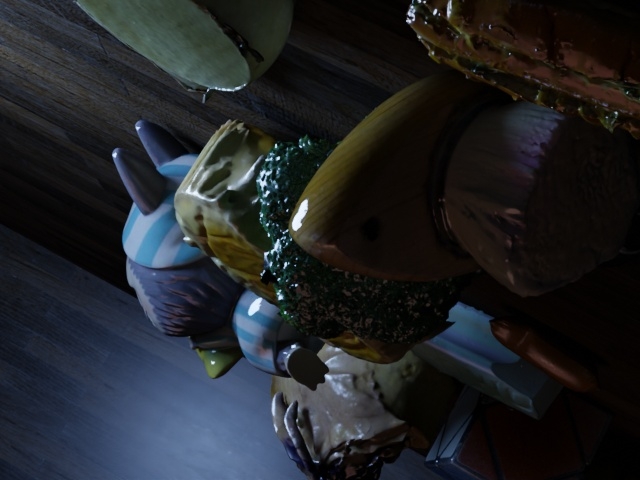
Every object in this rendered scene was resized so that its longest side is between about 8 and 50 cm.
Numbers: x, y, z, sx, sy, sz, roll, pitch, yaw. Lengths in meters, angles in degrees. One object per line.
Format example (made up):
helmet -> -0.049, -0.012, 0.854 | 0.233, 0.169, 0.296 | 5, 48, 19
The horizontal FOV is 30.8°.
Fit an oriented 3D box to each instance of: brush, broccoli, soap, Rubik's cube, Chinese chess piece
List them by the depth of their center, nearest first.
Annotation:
brush -> 0.116, -0.033, 0.939 | 0.166, 0.266, 0.174 | 22, 129, 49
Chinese chess piece -> -0.130, -0.234, 1.077 | 0.237, 0.092, 0.238 | 29, 166, 8
broccoli -> 0.066, -0.025, 1.233 | 0.269, 0.269, 0.254 | 19, 120, 38
soap -> 0.251, 0.173, 1.729 | 0.230, 0.091, 0.145 | 25, 166, 24
Rubik's cube -> 0.318, 0.327, 1.891 | 0.205, 0.207, 0.205 | 29, 165, 0

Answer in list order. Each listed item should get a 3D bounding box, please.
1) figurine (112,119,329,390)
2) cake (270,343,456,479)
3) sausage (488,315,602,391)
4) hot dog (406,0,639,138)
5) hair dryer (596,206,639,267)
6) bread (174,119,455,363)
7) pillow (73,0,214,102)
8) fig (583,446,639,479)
figurine -> -0.176, 0.018, 1.672 | 0.377, 0.266, 0.361 | 42, 166, -36
cake -> 0.058, 0.334, 2.220 | 0.332, 0.321, 0.332 | 29, 164, 9
sausage -> 0.314, 0.155, 1.614 | 0.183, 0.054, 0.062 | 31, 134, 4
hot dog -> 0.181, -0.135, 0.836 | 0.269, 0.072, 0.115 | 24, 157, 28
hair dryer -> 0.325, 0.021, 1.128 | 0.219, 0.075, 0.195 | 25, 177, -8
bread -> -0.009, -0.001, 1.484 | 0.388, 0.183, 0.236 | 43, 159, -30
pillow -> -0.182, -0.232, 1.267 | 0.208, 0.053, 0.119 | 36, 161, -21
fig -> 0.455, 0.472, 2.046 | 0.258, 0.258, 0.326 | 31, 155, -2
